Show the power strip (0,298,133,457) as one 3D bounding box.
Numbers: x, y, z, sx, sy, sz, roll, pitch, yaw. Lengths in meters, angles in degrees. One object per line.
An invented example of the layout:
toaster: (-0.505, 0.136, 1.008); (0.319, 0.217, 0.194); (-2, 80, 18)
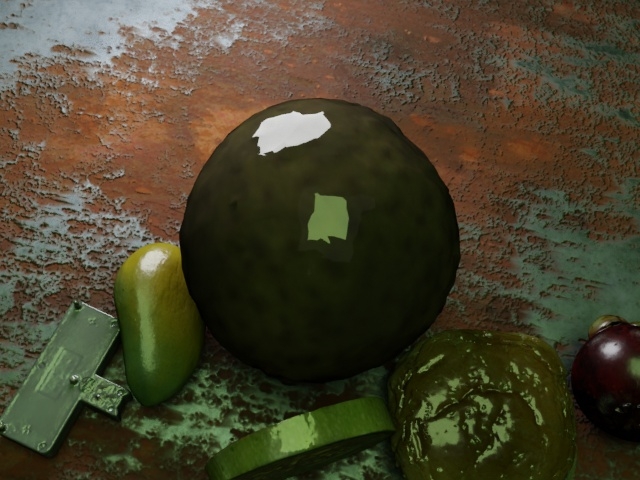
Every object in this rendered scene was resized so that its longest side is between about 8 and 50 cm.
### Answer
power strip: (-0.342, 0.205, 1.183); (0.145, 0.061, 0.216); (23, 67, 5)

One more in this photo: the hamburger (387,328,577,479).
hamburger: (0.235, 0.257, 1.186); (0.284, 0.134, 0.266); (-1, 65, -4)

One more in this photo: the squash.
squash: (-0.029, 0.274, 1.084); (0.251, 0.252, 0.049); (-17, 70, -13)

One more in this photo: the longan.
longan: (0.000, 0.000, 1.159); (0.390, 0.391, 0.391); (2, 66, -5)

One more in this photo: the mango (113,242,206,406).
mango: (-0.229, 0.118, 1.211); (0.137, 0.091, 0.238); (-1, 74, -35)

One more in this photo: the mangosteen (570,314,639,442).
mangosteen: (0.458, 0.195, 1.228); (0.199, 0.200, 0.200); (2, 66, -5)
